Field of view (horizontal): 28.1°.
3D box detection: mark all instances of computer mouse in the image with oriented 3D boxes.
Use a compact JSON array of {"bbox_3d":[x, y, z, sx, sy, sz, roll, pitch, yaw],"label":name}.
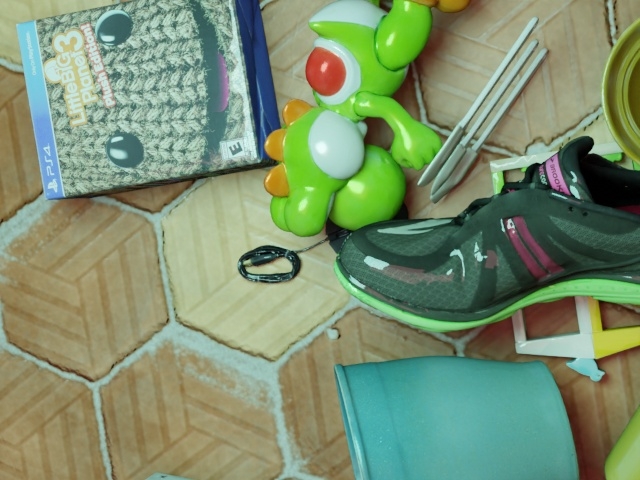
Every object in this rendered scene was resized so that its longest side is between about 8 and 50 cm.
[{"bbox_3d":[0.000,0.000,1.668,0.242,0.041,0.071,-23,89,13],"label":"computer mouse"}]

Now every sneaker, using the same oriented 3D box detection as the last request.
[{"bbox_3d":[0.251,-0.023,1.487,0.483,0.185,0.202,-8,123,4],"label":"sneaker"}]

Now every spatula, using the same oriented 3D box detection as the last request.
[{"bbox_3d":[0.199,-0.154,1.558,0.019,0.168,0.242,35,92,19],"label":"spatula"}]

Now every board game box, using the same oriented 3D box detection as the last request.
[{"bbox_3d":[-0.215,-0.188,1.653,0.291,0.141,0.232,-10,91,12],"label":"board game box"}]

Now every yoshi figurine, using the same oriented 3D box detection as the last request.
[{"bbox_3d":[0.062,-0.163,1.569,0.203,0.203,0.362,23,91,2],"label":"yoshi figurine"}]

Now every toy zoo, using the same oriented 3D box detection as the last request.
[{"bbox_3d":[0.328,0.030,1.604,0.192,0.030,0.293,-9,91,12],"label":"toy zoo"}]

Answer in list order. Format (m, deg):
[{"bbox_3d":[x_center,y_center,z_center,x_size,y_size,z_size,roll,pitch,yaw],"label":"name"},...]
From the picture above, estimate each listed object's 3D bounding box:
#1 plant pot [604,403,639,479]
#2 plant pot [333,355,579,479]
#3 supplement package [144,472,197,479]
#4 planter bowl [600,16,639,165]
[{"bbox_3d":[0.468,0.235,1.490,0.254,0.254,0.239,41,116,7],"label":"plant pot"},{"bbox_3d":[0.167,0.256,1.547,0.255,0.271,0.271,-13,90,-2],"label":"plant pot"},{"bbox_3d":[-0.171,0.464,1.649,0.199,0.198,0.262,9,95,12],"label":"supplement package"},{"bbox_3d":[0.449,-0.178,1.537,0.217,0.090,0.217,1,94,12],"label":"planter bowl"}]
